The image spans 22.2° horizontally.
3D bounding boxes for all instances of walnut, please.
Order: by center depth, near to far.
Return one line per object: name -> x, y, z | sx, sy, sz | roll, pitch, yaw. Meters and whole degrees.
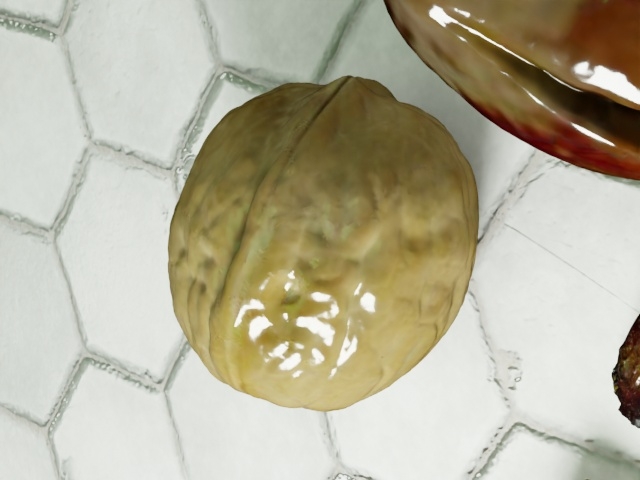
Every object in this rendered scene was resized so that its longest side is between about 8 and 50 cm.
walnut -> 0.001, 0.000, 1.503 | 0.277, 0.252, 0.313 | 33, 115, 50

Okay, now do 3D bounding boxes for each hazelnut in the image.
hazelnut -> 0.211, -0.246, 1.171 | 0.429, 0.402, 0.402 | 52, 131, 4

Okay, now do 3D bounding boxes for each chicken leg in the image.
chicken leg -> 0.306, 0.046, 1.348 | 0.106, 0.051, 0.253 | 31, 115, 44

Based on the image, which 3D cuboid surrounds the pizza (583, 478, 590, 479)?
pizza -> 0.260, 0.385, 1.431 | 0.251, 0.074, 0.288 | 38, 123, 35
